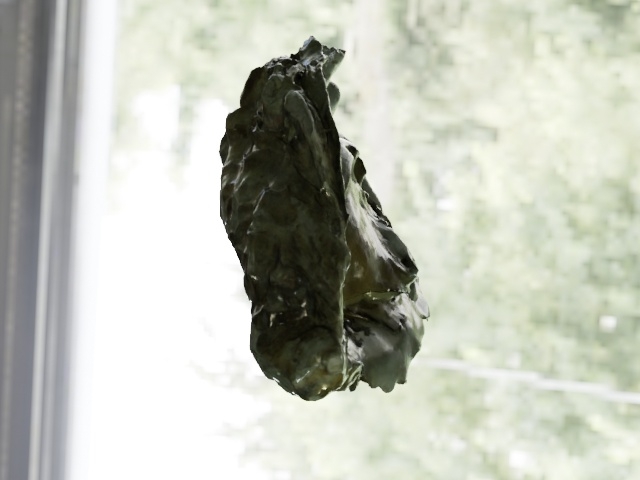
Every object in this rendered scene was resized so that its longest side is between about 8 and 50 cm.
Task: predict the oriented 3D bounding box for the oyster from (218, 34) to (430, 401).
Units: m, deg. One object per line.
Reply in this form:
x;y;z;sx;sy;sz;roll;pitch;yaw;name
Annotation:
0.001;0.001;0.465;0.037;0.098;0.100;-20;158;11;oyster
